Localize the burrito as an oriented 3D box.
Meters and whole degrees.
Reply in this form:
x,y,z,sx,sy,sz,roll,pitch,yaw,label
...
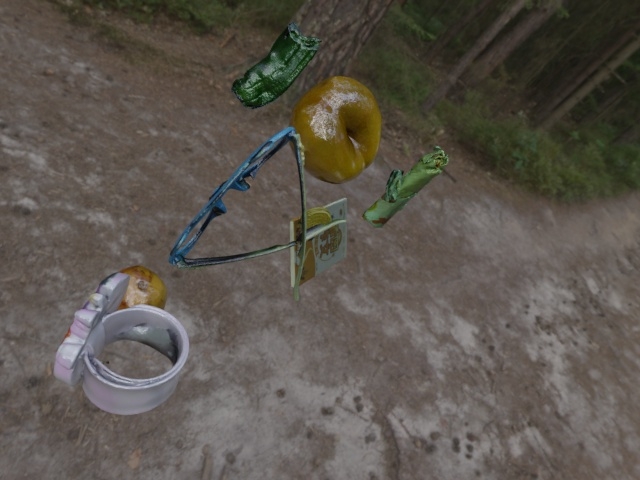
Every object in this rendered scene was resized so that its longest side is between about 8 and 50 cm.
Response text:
x,y,z,sx,sy,sz,roll,pitch,yaw,label
0.187,-0.119,1.121,0.104,0.288,0.054,0,59,-37,burrito

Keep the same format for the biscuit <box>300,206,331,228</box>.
x,y,z,sx,sy,sz,roll,pitch,yaw,label
-0.012,-0.059,1.273,0.084,0.084,0.023,14,49,-37,biscuit

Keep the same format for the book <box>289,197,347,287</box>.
x,y,z,sx,sy,sz,roll,pitch,yaw,label
0.000,0.000,1.431,0.020,0.208,0.295,12,23,31,book

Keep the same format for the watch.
x,y,z,sx,sy,sz,roll,pitch,yaw,label
-0.382,0.205,0.953,0.231,0.196,0.244,20,37,-6,watch

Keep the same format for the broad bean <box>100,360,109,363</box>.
x,y,z,sx,sy,sz,roll,pitch,yaw,label
-0.748,0.384,1.479,0.144,0.292,0.049,-22,99,-24,broad bean

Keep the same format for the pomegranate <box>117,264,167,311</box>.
x,y,z,sx,sy,sz,roll,pitch,yaw,label
-0.765,0.240,1.940,0.264,0.264,0.264,28,34,-21,pomegranate

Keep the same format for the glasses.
x,y,z,sx,sy,sz,roll,pitch,yaw,label
-0.076,-0.021,0.633,0.207,0.239,0.102,41,8,-38,glasses

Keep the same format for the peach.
x,y,z,sx,sy,sz,roll,pitch,yaw,label
0.041,-0.254,1.100,0.251,0.251,0.153,14,2,-37,peach

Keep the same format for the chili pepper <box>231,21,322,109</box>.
x,y,z,sx,sy,sz,roll,pitch,yaw,label
-0.096,-0.381,1.033,0.098,0.224,0.061,48,10,-15,chili pepper
